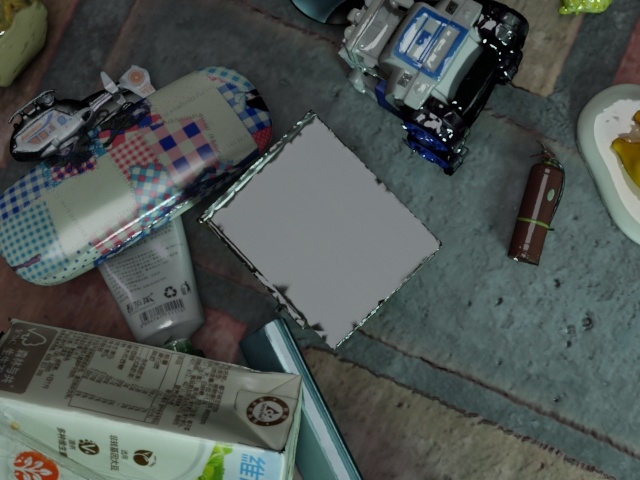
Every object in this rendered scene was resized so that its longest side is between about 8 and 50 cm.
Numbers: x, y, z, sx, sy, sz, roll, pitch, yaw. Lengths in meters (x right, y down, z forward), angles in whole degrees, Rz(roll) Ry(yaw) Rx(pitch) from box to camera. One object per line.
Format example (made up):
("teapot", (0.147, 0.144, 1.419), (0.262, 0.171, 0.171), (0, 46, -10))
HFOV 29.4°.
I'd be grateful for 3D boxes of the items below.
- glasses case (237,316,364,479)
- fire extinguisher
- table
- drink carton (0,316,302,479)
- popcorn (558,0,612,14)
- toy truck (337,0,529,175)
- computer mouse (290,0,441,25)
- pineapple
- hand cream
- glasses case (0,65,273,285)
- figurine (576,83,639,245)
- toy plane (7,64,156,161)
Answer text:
("glasses case", (0.003, 0.210, 1.327), (0.056, 0.105, 0.266), (-24, 84, -25))
("fire extinguisher", (0.242, -0.040, 1.352), (0.056, 0.039, 0.132), (18, 85, -28))
("table", (0.000, 0.000, 1.298), (0.172, 0.169, 0.193), (-44, 86, -1))
("drink carton", (-0.191, 0.214, 1.272), (0.324, 0.132, 0.194), (11, 127, 4))
("popcorn", (0.293, -0.280, 1.351), (0.068, 0.083, 0.060), (0, 101, 36))
("toy truck", (0.107, -0.185, 1.286), (0.177, 0.213, 0.161), (32, 87, 10))
("computer mouse", (0.069, -0.318, 1.356), (0.233, 0.096, 0.137), (-8, 85, 4))
("pineapple", (-0.464, -0.279, 1.357), (0.310, 0.141, 0.170), (28, 51, 9))
("hand cream", (-0.208, -0.015, 1.370), (0.121, 0.076, 0.336), (-20, 78, -4))
("glasses case", (-0.202, -0.071, 1.321), (0.327, 0.076, 0.125), (-34, 70, -8))
("figurine", (0.386, -0.074, 1.296), (0.250, 0.141, 0.167), (38, 90, 5))
("toy plane", (-0.275, -0.135, 1.364), (0.197, 0.053, 0.078), (-36, 81, -5))
